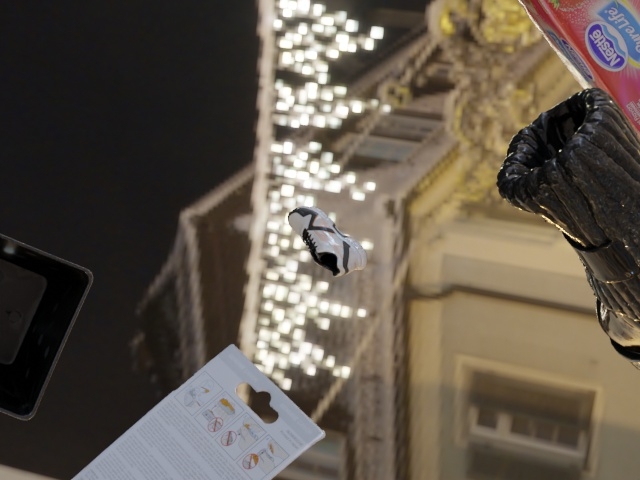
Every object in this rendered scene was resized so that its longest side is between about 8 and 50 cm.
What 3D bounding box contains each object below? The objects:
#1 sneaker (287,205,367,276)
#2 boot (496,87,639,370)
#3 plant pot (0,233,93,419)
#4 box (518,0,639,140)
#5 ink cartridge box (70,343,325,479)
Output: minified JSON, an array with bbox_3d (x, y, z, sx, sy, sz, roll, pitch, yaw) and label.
[{"bbox_3d":[0.000,0.000,1.487,0.044,0.109,0.040,-28,-38,-37],"label":"sneaker"},{"bbox_3d":[0.259,-0.006,1.185,0.131,0.260,0.348,-48,5,-2],"label":"boot"},{"bbox_3d":[-0.399,0.083,1.621,0.187,0.188,0.167,-67,15,-4],"label":"plant pot"},{"bbox_3d":[0.315,-0.241,1.486,0.257,0.123,0.128,50,-177,-19],"label":"box"},{"bbox_3d":[-0.096,0.183,1.076,0.179,0.145,0.045,-39,-46,-13],"label":"ink cartridge box"}]
